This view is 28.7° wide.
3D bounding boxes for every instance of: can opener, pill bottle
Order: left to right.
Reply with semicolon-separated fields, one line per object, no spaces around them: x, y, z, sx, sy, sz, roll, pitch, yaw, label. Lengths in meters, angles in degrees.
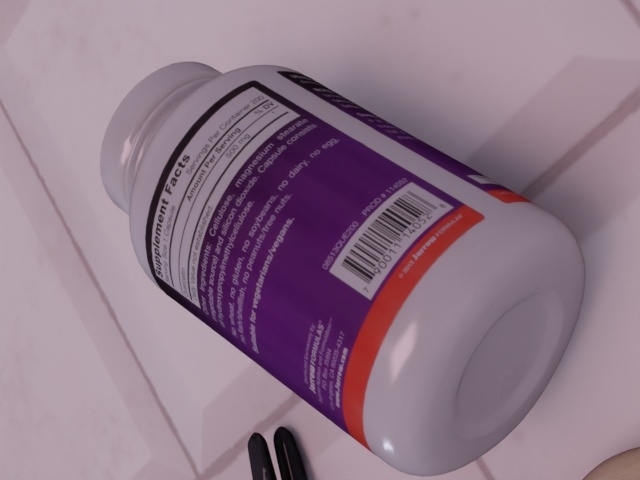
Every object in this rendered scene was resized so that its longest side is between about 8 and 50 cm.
-0.021;0.239;0.983;0.073;0.059;0.186;-21;85;44;can opener
0.000;0.000;0.827;0.323;0.181;0.182;34;120;34;pill bottle

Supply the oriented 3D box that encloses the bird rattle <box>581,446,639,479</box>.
0.205;0.222;0.757;0.253;0.143;0.207;32;109;49;bird rattle
